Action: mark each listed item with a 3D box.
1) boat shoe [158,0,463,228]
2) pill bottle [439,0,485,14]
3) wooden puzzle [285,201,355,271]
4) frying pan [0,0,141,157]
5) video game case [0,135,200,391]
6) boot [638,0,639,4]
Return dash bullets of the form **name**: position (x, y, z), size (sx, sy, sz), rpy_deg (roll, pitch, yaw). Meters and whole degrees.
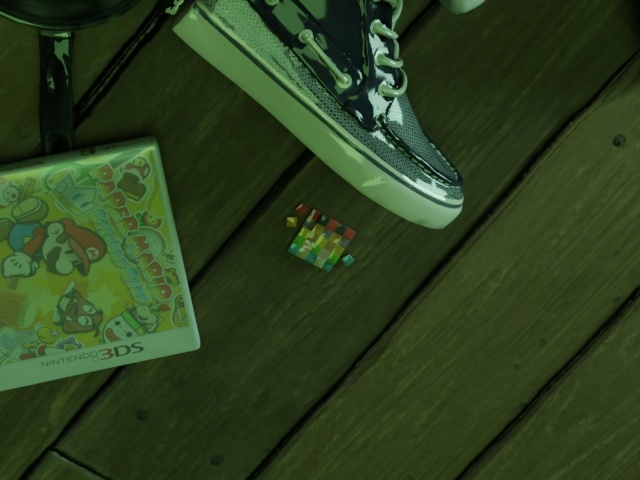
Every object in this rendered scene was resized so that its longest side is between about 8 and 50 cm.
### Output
- **boat shoe**: position (0.034, -0.158, 1.072), size (0.340, 0.127, 0.158), rpy_deg (37, 110, -22)
- **pill bottle**: position (0.203, -0.335, 1.001), size (0.318, 0.176, 0.176), rpy_deg (-30, 116, 3)
- **wooden puzzle**: position (0.000, 0.000, 1.204), size (0.083, 0.006, 0.049), rpy_deg (27, 106, -21)
- **frying pan**: position (-0.198, -0.213, 1.040), size (0.197, 0.053, 0.326), rpy_deg (-14, 126, 10)
- **video game case**: position (-0.231, 0.026, 1.150), size (0.206, 0.026, 0.227), rpy_deg (-12, 120, -6)
- **boot**: position (0.422, -0.284, 1.106), size (0.338, 0.118, 0.223), rpy_deg (-29, 111, -2)
